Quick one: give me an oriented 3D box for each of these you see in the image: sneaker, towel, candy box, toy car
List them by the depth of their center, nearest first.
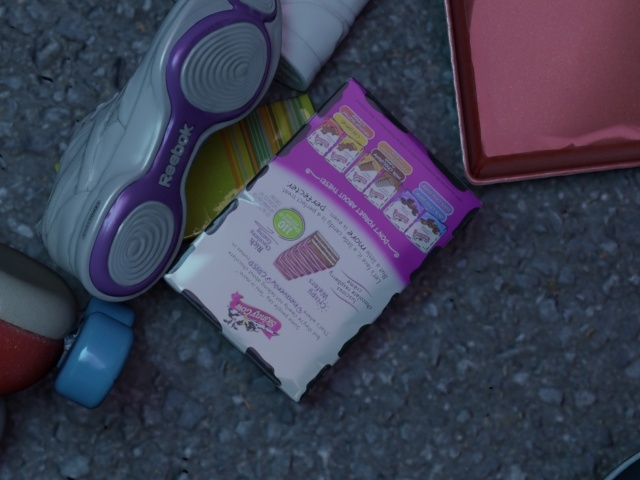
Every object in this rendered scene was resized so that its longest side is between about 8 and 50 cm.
[{"bbox_3d":[-0.298,0.120,1.248,0.219,0.210,0.238,27,92,-9],"label":"toy car"},{"bbox_3d":[-0.146,-0.106,1.285,0.152,0.114,0.305,24,83,48],"label":"sneaker"},{"bbox_3d":[0.000,0.000,1.318,0.159,0.071,0.233,44,85,-2],"label":"candy box"},{"bbox_3d":[-0.108,-0.053,1.368,0.237,0.021,0.102,-16,77,-5],"label":"towel"},{"bbox_3d":[-0.077,-0.287,1.374,0.292,0.108,0.169,40,79,-5],"label":"sneaker"}]

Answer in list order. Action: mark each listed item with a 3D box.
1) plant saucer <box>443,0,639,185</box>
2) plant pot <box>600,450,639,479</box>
[{"bbox_3d":[0.237,-0.190,1.374,0.258,0.048,0.259,-7,90,-3],"label":"plant saucer"},{"bbox_3d":[0.308,0.299,1.228,0.290,0.195,0.290,0,79,-2],"label":"plant pot"}]
